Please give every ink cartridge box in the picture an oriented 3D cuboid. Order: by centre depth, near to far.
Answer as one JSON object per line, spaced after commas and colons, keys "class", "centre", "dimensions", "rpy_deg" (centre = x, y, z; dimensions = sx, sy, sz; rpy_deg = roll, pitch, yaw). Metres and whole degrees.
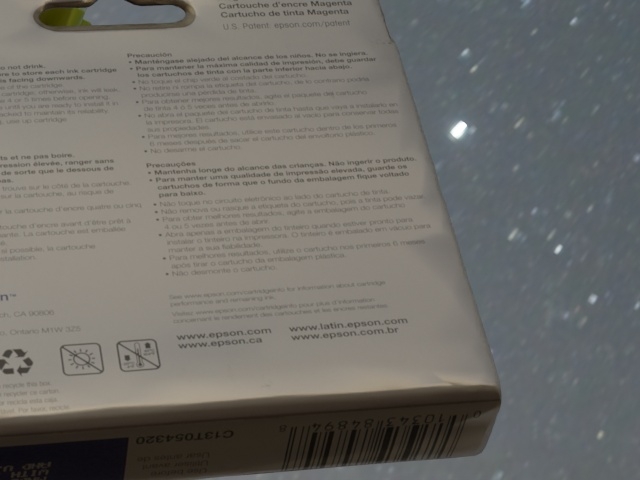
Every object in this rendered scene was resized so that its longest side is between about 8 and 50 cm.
{"class": "ink cartridge box", "centre": [-0.098, -0.019, 0.988], "dimensions": [0.324, 0.330, 0.071], "rpy_deg": [-3, -41, -12]}

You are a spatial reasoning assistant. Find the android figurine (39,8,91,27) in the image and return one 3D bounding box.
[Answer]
{"class": "android figurine", "centre": [-0.230, -0.142, 1.455], "dimensions": [0.056, 0.248, 0.273], "rpy_deg": [26, -90, -8]}
